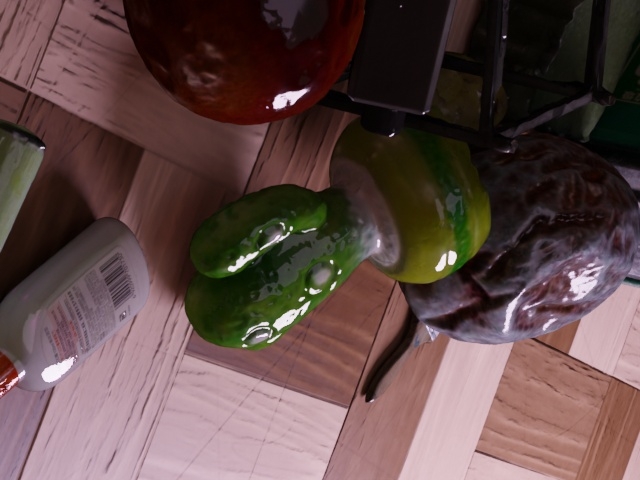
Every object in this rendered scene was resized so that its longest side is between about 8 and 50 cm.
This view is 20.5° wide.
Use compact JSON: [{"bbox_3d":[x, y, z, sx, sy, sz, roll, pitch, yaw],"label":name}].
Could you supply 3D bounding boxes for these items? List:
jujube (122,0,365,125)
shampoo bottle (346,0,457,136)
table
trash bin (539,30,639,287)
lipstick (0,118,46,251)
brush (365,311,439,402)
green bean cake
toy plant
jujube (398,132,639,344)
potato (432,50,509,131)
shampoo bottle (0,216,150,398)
[{"bbox_3d":[-0.069,-0.258,1.503,0.223,0.223,0.318,-30,123,-45],"label":"jujube"},{"bbox_3d":[0.079,-0.210,1.576,0.080,0.079,0.246,-80,-178,-62],"label":"shampoo bottle"},{"bbox_3d":[0.135,-0.296,1.715,0.222,0.272,0.335,-24,124,-49],"label":"table"},{"bbox_3d":[0.478,-0.133,2.294,0.381,0.259,0.295,-57,143,-26],"label":"trash bin"},{"bbox_3d":[-0.311,0.043,1.419,0.076,0.076,0.304,31,79,-55],"label":"lipstick"},{"bbox_3d":[0.107,0.119,2.093,0.196,0.021,0.070,-50,141,-25],"label":"brush"},{"bbox_3d":[0.274,-0.233,2.074,0.222,0.125,0.227,12,97,-58],"label":"green bean cake"},{"bbox_3d":[0.000,0.000,1.764,0.316,0.184,0.224,-26,150,-22],"label":"toy plant"},{"bbox_3d":[0.216,-0.006,2.017,0.308,0.215,0.246,2,134,-53],"label":"jujube"},{"bbox_3d":[0.126,-0.150,1.933,0.188,0.105,0.085,-24,162,-44],"label":"potato"},{"bbox_3d":[-0.239,0.075,1.554,0.221,0.051,0.108,-43,137,-35],"label":"shampoo bottle"}]
